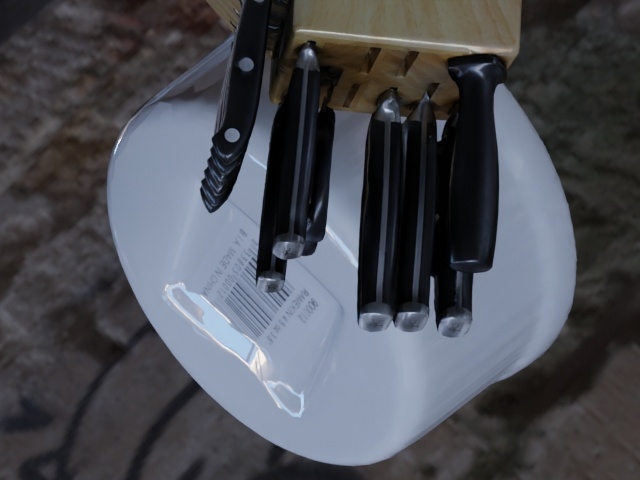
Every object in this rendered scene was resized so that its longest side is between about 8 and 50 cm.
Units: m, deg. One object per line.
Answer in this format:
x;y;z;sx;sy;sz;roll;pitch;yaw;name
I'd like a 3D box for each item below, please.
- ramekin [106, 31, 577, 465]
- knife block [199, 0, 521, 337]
0.000;0.000;0.876;0.277;0.135;0.277;30;139;30;ramekin
0.048;-0.107;0.643;0.242;0.276;0.088;49;163;4;knife block
